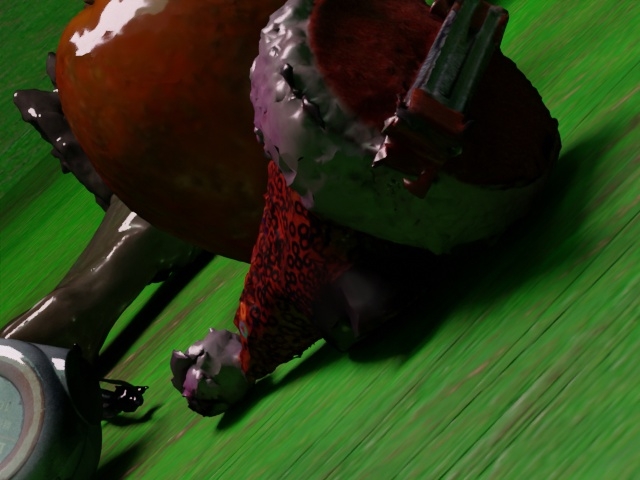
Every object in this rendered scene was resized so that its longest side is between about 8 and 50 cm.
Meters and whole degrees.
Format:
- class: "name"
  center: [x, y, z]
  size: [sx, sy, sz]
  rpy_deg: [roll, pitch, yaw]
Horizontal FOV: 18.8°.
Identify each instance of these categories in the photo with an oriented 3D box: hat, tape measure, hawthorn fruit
- class: "hat"
  center: [0.002, 0.003, 0.779]
  size: [0.227, 0.129, 0.140]
  rpy_deg: [-56, 25, 34]
- class: "tape measure"
  center: [-0.141, 0.113, 0.972]
  size: [0.180, 0.104, 0.107]
  rpy_deg: [70, -142, -67]
- class: "hawthorn fruit"
  center: [-0.036, -0.078, 0.960]
  size: [0.189, 0.189, 0.189]
  rpy_deg: [-41, 12, 10]

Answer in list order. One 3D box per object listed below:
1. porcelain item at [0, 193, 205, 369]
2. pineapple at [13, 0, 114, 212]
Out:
- class: "porcelain item"
  center: [-0.152, 0.047, 1.152]
  size: [0.216, 0.069, 0.081]
  rpy_deg: [-48, 16, -29]
- class: "pineapple"
  center: [-0.080, -0.126, 1.254]
  size: [0.357, 0.223, 0.223]
  rpy_deg: [-53, 4, 33]
